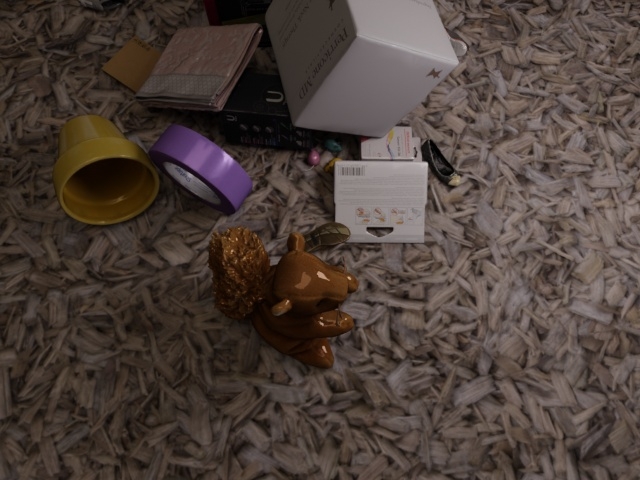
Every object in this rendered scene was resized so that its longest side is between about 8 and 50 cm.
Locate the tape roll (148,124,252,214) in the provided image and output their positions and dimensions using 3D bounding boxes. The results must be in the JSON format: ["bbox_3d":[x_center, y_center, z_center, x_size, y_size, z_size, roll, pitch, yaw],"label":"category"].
[{"bbox_3d":[-0.322,-0.187,1.231,0.275,0.275,0.090,29,75,6],"label":"tape roll"}]

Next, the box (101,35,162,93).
[{"bbox_3d":[-0.576,-0.555,1.465,0.201,0.021,0.164,34,75,8],"label":"box"}]

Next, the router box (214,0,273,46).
[{"bbox_3d":[-0.164,-0.720,1.418,0.309,0.243,0.080,-5,73,-4],"label":"router box"}]

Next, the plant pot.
[{"bbox_3d":[-0.610,-0.211,1.258,0.254,0.254,0.239,-29,60,-10],"label":"plant pot"}]

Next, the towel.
[{"bbox_3d":[-0.368,-0.526,1.357,0.332,0.053,0.316,11,67,27],"label":"towel"}]

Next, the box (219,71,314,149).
[{"bbox_3d":[-0.148,-0.388,1.357,0.271,0.143,0.165,5,62,0],"label":"box"}]

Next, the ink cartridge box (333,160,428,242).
[{"bbox_3d":[0.174,-0.114,1.345,0.275,0.060,0.238,0,97,-2],"label":"ink cartridge box"}]

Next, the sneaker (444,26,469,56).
[{"bbox_3d":[0.436,-0.681,1.538,0.158,0.061,0.065,45,49,10],"label":"sneaker"}]

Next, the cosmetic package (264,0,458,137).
[{"bbox_3d":[0.092,-0.543,1.217,0.328,0.329,0.393,-1,66,-33],"label":"cosmetic package"}]

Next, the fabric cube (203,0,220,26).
[{"bbox_3d":[-0.259,-0.887,1.456,0.258,0.259,0.254,-6,74,-4],"label":"fabric cube"}]

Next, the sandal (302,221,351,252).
[{"bbox_3d":[0.000,0.000,1.310,0.180,0.049,0.072,-22,69,6],"label":"sandal"}]

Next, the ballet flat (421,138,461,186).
[{"bbox_3d":[0.369,-0.236,1.392,0.057,0.049,0.173,-33,77,-11],"label":"ballet flat"}]

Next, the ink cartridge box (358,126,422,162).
[{"bbox_3d":[0.219,-0.286,1.392,0.198,0.067,0.115,0,72,-2],"label":"ink cartridge box"}]

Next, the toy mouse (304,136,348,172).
[{"bbox_3d":[0.011,-0.274,1.398,0.161,0.031,0.143,-22,75,-9],"label":"toy mouse"}]

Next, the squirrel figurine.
[{"bbox_3d":[-0.103,0.122,1.095,0.397,0.370,0.280,16,73,3],"label":"squirrel figurine"}]

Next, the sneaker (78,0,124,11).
[{"bbox_3d":[-0.705,-0.867,1.531,0.132,0.086,0.228,24,84,0],"label":"sneaker"}]
